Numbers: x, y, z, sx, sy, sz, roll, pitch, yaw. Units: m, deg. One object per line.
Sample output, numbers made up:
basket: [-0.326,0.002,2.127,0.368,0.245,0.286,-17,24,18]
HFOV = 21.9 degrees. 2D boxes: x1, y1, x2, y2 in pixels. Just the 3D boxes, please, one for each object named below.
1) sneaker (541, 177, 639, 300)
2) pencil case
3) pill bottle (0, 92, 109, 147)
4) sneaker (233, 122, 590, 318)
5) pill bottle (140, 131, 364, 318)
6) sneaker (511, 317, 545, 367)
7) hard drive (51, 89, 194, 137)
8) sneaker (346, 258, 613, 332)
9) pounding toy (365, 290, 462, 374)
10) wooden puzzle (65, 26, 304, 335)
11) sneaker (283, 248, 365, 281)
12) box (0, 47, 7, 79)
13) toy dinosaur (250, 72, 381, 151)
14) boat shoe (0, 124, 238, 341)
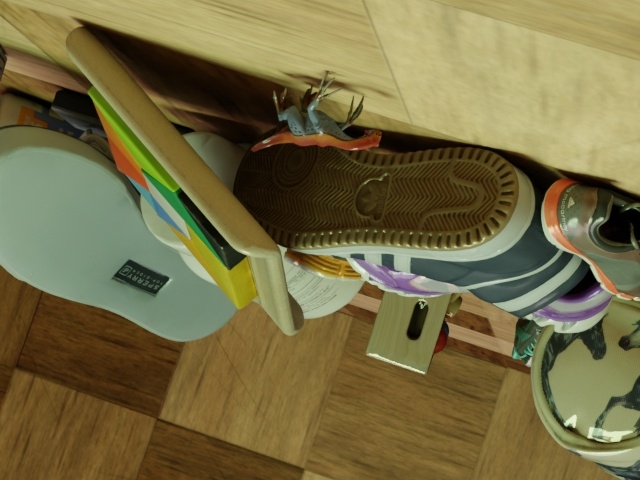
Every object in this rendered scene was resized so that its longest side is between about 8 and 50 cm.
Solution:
sneaker: [0.219,0.005,1.137,0.158,0.061,0.065,22,167,-40]
pencil case: [0.350,0.166,1.693,0.159,0.184,0.410,10,169,29]
pill bottle: [-0.225,-0.037,1.713,0.272,0.152,0.152,20,174,-17]
sneaker: [0.070,-0.014,1.237,0.282,0.099,0.153,10,168,44]
pill bottle: [-0.057,-0.015,1.476,0.131,0.131,0.229,15,173,31]
sneaker: [0.268,0.118,1.991,0.065,0.076,0.166,18,175,-3]
hard drive: [-0.178,-0.105,1.560,0.135,0.022,0.094,18,175,9]
sneaker: [0.135,0.006,1.303,0.236,0.095,0.104,14,170,-9]
pounding toy: [0.121,0.069,1.827,0.100,0.141,0.130,18,-171,5]
wooden puzzle: [-0.101,-0.033,1.236,0.221,0.044,0.239,49,174,16]
sneaker: [0.064,-0.013,1.400,0.084,0.083,0.215,20,-165,40]
box: [-0.325,-0.107,1.294,0.087,0.169,0.290,17,173,-3]
toy dinosaur: [0.004,-0.071,1.079,0.047,0.090,0.082,4,-144,-36]
boat shoe: [-0.211,-0.036,1.517,0.367,0.136,0.156,32,-163,-52]
